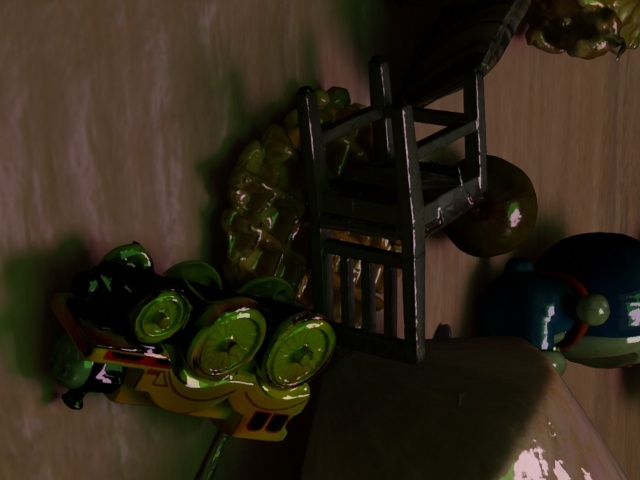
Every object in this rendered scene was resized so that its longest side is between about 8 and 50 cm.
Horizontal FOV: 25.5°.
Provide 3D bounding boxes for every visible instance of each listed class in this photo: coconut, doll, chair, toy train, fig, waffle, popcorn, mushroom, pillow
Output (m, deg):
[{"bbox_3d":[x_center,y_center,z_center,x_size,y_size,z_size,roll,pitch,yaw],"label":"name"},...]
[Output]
[{"bbox_3d":[0.137,0.276,1.504,0.344,0.415,0.415,-39,135,-1],"label":"coconut"},{"bbox_3d":[0.339,0.086,1.846,0.322,0.198,0.186,-7,92,-42],"label":"doll"},{"bbox_3d":[0.078,-0.035,1.417,0.147,0.136,0.270,-29,120,-46],"label":"chair"},{"bbox_3d":[-0.118,0.098,1.297,0.296,0.100,0.160,16,112,-44],"label":"toy train"},{"bbox_3d":[0.211,-0.053,1.737,0.236,0.124,0.124,-39,133,-71],"label":"fig"},{"bbox_3d":[-0.003,-0.007,1.481,0.281,0.058,0.301,-54,137,-28],"label":"waffle"},{"bbox_3d":[0.352,-0.308,1.781,0.195,0.173,0.168,-28,163,-52],"label":"popcorn"},{"bbox_3d":[-0.145,0.315,1.413,0.026,0.028,0.286,26,73,-9],"label":"mushroom"},{"bbox_3d":[0.167,-0.233,1.545,0.052,0.208,0.212,34,67,-14],"label":"pillow"}]

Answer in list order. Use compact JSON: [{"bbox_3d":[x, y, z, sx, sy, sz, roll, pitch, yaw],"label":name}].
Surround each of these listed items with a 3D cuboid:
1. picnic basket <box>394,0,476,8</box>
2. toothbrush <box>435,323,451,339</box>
[{"bbox_3d":[0.144,-0.341,1.516,0.178,0.138,0.128,-55,129,-27],"label":"picnic basket"},{"bbox_3d":[0.129,0.256,1.713,0.031,0.023,0.321,37,60,-54],"label":"toothbrush"}]
